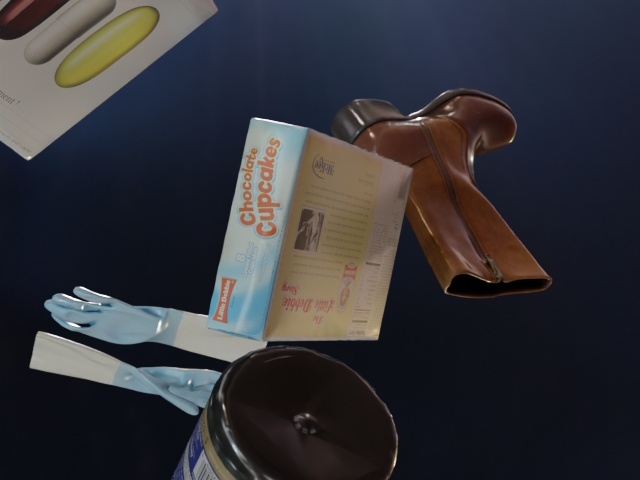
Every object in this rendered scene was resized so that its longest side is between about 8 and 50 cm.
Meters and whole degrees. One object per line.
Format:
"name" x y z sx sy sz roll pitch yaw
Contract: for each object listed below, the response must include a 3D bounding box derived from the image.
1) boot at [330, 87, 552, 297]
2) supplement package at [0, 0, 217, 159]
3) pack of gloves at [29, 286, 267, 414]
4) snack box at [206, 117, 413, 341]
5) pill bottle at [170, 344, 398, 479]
"boot" 0.180 -0.057 1.634 0.264 0.280 0.096 1 -49 -41
"supplement package" -0.230 -0.209 1.128 0.194 0.203 0.149 39 -164 -54
"pack of gloves" -0.184 0.129 1.505 0.195 0.232 0.046 117 164 -56
"snack box" 0.000 0.000 1.366 0.322 0.060 0.187 11 -89 -70
"pill bottle" -0.043 0.181 0.944 0.123 0.123 0.219 -50 -10 -49
